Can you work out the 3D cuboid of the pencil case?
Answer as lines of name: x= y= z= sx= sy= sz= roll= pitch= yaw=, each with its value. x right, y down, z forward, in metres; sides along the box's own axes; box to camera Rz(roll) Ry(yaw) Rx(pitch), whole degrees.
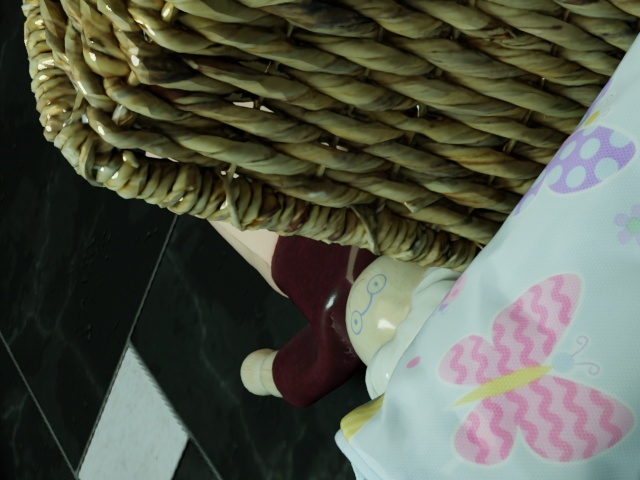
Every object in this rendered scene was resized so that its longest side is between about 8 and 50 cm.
pencil case: x=0.122 y=0.005 z=0.546 sx=0.124 sy=0.113 sz=0.273 roll=35 pitch=89 yaw=34

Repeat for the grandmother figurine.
grandmother figurine: x=0.000 y=0.000 z=0.819 sx=0.342 sy=0.104 sz=0.208 roll=41 pitch=124 yaw=55

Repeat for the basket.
basket: x=0.017 y=-0.133 z=0.645 sx=0.213 sy=0.299 sz=0.223 roll=47 pitch=120 yaw=50
